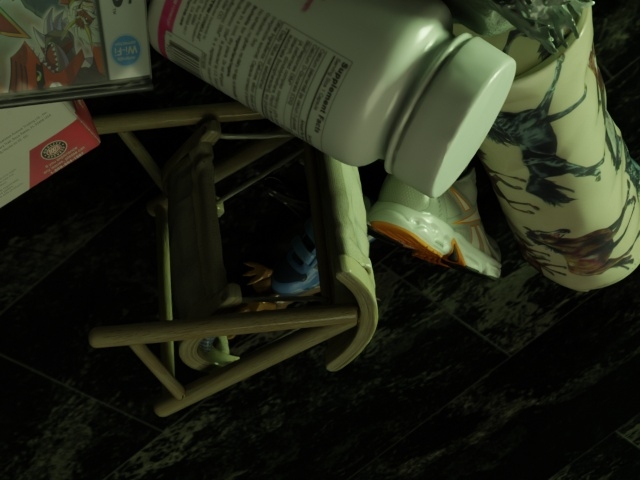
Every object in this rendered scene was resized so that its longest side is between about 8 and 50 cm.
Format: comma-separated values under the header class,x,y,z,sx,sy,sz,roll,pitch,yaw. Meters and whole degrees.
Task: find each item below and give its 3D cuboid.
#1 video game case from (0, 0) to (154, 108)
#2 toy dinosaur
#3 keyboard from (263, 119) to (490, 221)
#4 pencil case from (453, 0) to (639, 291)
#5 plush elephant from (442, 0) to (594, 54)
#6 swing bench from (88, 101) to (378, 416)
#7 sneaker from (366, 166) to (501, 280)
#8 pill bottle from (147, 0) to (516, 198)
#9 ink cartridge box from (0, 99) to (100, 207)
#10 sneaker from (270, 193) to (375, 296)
class,x,y,z,sx,sy,sz,roll,pitch,yaw
video game case,-0.271,-0.224,1.300,0.275,0.035,0.248,-9,106,-23
toy dinosaur,-0.050,0.063,1.859,0.211,0.064,0.112,-20,161,5
keyboard,0.040,-0.082,1.759,0.201,0.033,0.317,-40,140,14
pencil case,0.234,-0.122,1.729,0.160,0.183,0.410,-6,146,19
plush elephant,0.170,-0.315,1.401,0.255,0.330,0.272,-47,135,-5
swing bench,-0.070,-0.008,1.546,0.255,0.253,0.165,-16,145,14
sneaker,0.140,-0.035,1.777,0.262,0.099,0.121,26,81,-64
pill bottle,0.010,-0.163,1.416,0.160,0.283,0.160,-55,168,-17
ink cartridge box,-0.315,-0.128,1.439,0.158,0.092,0.218,-32,143,5
sneaker,0.000,0.000,1.761,0.144,0.053,0.059,-41,142,2
